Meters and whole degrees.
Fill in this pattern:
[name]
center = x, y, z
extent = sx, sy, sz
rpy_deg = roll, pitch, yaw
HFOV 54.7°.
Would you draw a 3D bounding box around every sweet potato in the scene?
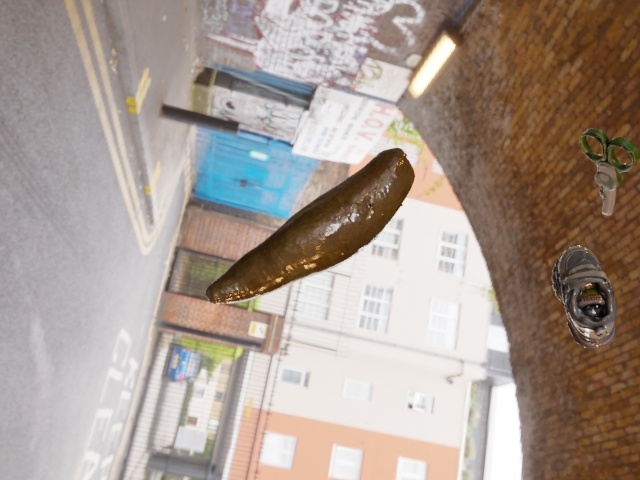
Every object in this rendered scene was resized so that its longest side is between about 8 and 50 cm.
[sweet potato]
center = 0.000, 0.000, 0.614
extent = 0.243, 0.077, 0.077
rpy_deg = -39, -179, -12

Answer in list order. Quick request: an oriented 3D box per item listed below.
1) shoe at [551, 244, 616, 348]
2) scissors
[shoe]
center = 0.446, 0.089, 1.047
extent = 0.092, 0.089, 0.180
rpy_deg = 41, 40, -65
[scissors]
center = 0.511, -0.113, 1.095
extent = 0.027, 0.101, 0.204
rpy_deg = -44, 138, -11
